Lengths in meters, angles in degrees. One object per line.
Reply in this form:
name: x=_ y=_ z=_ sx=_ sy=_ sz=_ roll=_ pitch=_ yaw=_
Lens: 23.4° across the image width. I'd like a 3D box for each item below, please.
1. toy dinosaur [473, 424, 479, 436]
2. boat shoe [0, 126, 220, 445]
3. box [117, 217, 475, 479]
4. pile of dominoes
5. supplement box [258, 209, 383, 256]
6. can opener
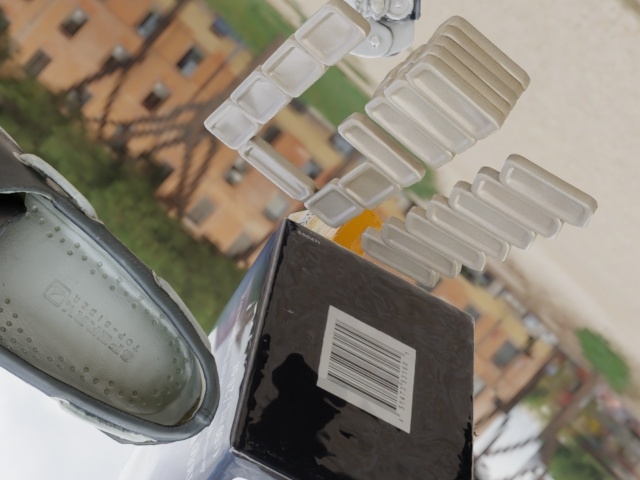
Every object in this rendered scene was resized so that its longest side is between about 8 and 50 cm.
toy dinosaur: x=0.092 y=0.161 z=1.241 sx=0.082 sy=0.090 sz=0.047 roll=-23 pitch=-89 yaw=-43
boat shoe: x=-0.173 y=-0.001 z=0.816 sx=0.302 sy=0.114 sz=0.091 roll=35 pitch=171 yaw=-15
box: x=-0.040 y=0.196 z=1.116 sx=0.183 sy=0.294 sz=0.296 roll=28 pitch=-152 yaw=-9
pile of dominoes: x=0.049 y=-0.060 z=0.964 sx=0.196 sy=0.040 sz=0.251 roll=39 pitch=157 yaw=-10
supplement box: x=0.000 y=0.000 z=1.369 sx=0.098 sy=0.062 sz=0.036 roll=-13 pitch=121 yaw=46
can opener: x=0.043 y=-0.287 z=1.276 sx=0.074 sy=0.280 sz=0.093 roll=-3 pitch=-161 yaw=-14
